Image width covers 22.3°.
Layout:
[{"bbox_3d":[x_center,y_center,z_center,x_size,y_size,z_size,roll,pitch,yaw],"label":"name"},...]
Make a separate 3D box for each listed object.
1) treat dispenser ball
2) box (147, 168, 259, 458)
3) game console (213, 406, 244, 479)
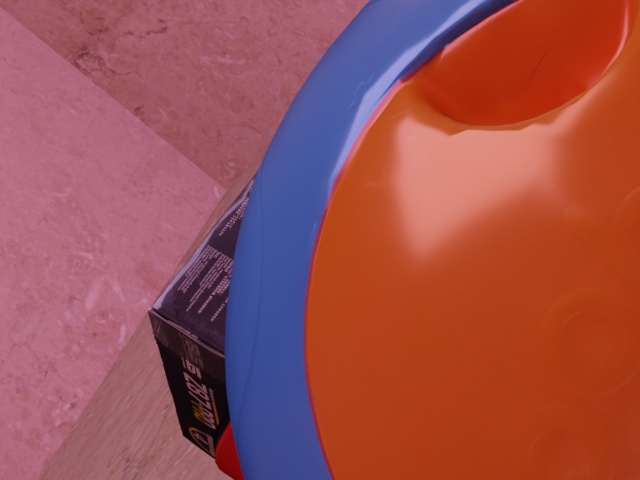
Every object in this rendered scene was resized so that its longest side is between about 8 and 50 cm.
[{"bbox_3d":[0.116,0.032,0.486,0.288,0.288,0.288,-49,8,10],"label":"treat dispenser ball"},{"bbox_3d":[0.000,0.000,1.529,0.395,0.097,0.318,-53,-18,-22],"label":"box"},{"bbox_3d":[0.132,-0.003,0.805,0.342,0.060,0.386,-50,-19,13],"label":"game console"}]
